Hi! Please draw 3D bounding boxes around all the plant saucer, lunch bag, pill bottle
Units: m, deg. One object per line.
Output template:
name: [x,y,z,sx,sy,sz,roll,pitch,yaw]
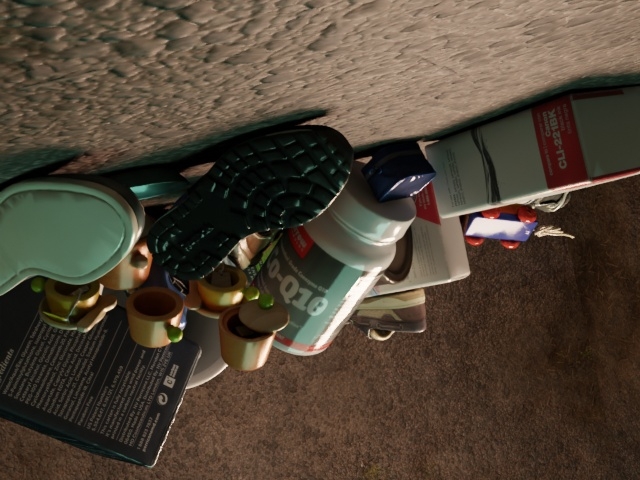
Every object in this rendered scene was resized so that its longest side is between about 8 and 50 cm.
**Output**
plant saucer: [-0.206,-0.061,0.894,0.119,0.021,0.119,-13,179,0]
lunch bag: [0.105,-0.099,1.126,0.098,0.065,0.067,-11,155,-45]
pill bottle: [0.012,0.027,1.222,0.161,0.161,0.283,-10,142,-50]

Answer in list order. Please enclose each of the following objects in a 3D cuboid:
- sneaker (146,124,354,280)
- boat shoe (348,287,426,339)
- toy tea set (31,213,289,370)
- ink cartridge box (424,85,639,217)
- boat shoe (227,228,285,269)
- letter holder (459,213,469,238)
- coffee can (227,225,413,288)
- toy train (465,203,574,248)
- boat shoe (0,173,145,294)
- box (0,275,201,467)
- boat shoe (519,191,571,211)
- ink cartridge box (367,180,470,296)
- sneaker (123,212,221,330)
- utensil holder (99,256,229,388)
sneaker: [-0.074,-0.068,0.879,0.283,0.107,0.124,-26,-156,36]
boat shoe: [0.115,0.157,1.629,0.102,0.093,0.285,-7,173,-33]
toy tea set: [-0.195,0.047,1.054,0.335,0.124,0.200,14,-149,6]
ink cartridge box: [0.309,-0.118,1.110,0.196,0.114,0.272,-12,178,-35]
boat shoe: [-0.111,-0.037,1.213,0.120,0.122,0.324,-43,180,-1]
letter holder: [0.192,-0.074,1.792,0.151,0.215,0.302,23,164,-20]
coffee can: [0.000,0.000,1.431,0.275,0.202,0.201,-13,178,28]
toy train: [0.423,-0.066,1.761,0.247,0.143,0.105,5,138,-16]
boat shoe: [-0.275,-0.018,0.837,0.319,0.116,0.099,-15,-159,42]
box: [-0.451,0.191,1.301,0.395,0.212,0.293,31,156,-27]
boat shoe: [0.470,-0.121,1.669,0.121,0.119,0.335,-56,172,18]
ink cartridge box: [0.111,-0.009,1.558,0.306,0.226,0.131,-12,178,30]
sneaker: [-0.233,0.032,1.266,0.147,0.130,0.330,-25,-150,2]
utensil holder: [-0.370,0.145,1.752,0.327,0.328,0.385,-11,-179,-26]
